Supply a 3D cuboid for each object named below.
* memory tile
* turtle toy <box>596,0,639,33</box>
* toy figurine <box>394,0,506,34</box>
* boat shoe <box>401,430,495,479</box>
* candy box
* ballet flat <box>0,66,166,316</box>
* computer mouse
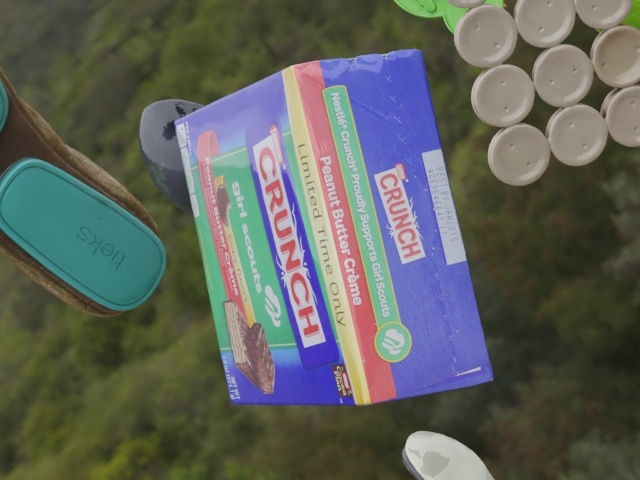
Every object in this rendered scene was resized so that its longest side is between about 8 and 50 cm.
[{"bbox_3d":[0.134,-0.113,1.095,0.113,0.148,0.012,-20,15,-8],"label":"memory tile"},{"bbox_3d":[0.259,-0.203,1.566,0.066,0.095,0.130,-60,12,-18],"label":"turtle toy"},{"bbox_3d":[0.173,-0.289,2.197,0.130,0.173,0.159,-42,-21,14],"label":"toy figurine"},{"bbox_3d":[0.114,0.193,1.392,0.049,0.137,0.043,-54,0,-36],"label":"boat shoe"},{"bbox_3d":[0.000,0.000,1.568,0.122,0.268,0.317,-12,0,-23],"label":"candy box"},{"bbox_3d":[-0.243,-0.067,1.305,0.124,0.342,0.116,26,79,50],"label":"ballet flat"},{"bbox_3d":[-0.069,-0.053,1.863,0.272,0.188,0.072,22,55,13],"label":"computer mouse"}]
